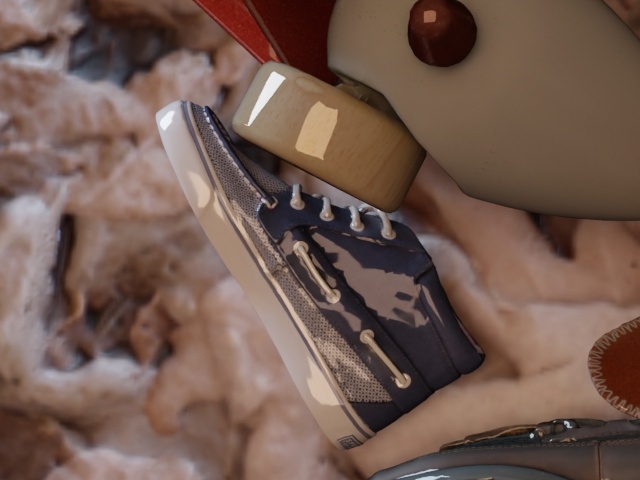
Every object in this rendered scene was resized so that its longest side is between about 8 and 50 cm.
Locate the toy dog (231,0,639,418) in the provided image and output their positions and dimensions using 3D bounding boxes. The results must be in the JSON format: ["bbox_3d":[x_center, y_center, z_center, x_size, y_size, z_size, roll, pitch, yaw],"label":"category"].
[{"bbox_3d":[0.132,-0.042,0.784,0.334,0.161,0.220,9,96,-3],"label":"toy dog"}]

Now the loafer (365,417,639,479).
[{"bbox_3d":[0.142,0.123,0.878,0.267,0.084,0.096,-5,117,20],"label":"loafer"}]

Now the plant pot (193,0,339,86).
[{"bbox_3d":[-0.035,-0.260,0.860,0.267,0.267,0.236,43,88,14],"label":"plant pot"}]

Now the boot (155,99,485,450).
[{"bbox_3d":[0.000,0.000,0.928,0.086,0.069,0.190,-31,87,6],"label":"boot"}]
